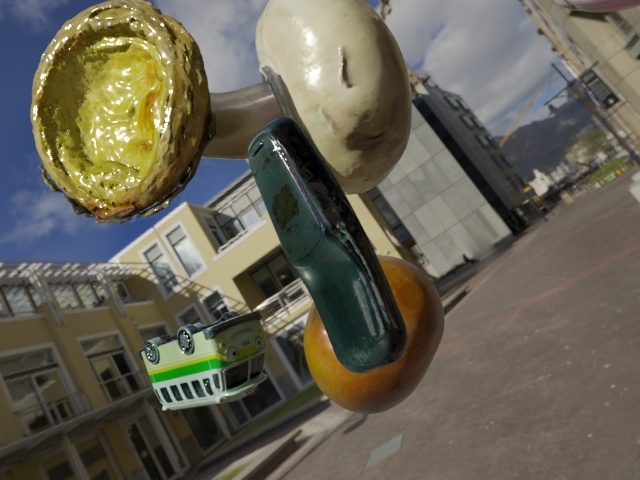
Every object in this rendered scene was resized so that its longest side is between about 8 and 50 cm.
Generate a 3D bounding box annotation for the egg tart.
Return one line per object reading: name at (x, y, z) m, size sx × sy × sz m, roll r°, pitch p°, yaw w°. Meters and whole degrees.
egg tart at (-0.248, -0.160, 0.565) m, size 0.279 × 0.279 × 0.095 m, roll -37°, pitch -9°, yaw 17°

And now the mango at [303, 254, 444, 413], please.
mango at (0.081, 0.145, 0.641) m, size 0.211 × 0.173 × 0.317 m, roll -58°, pitch -25°, yaw -16°

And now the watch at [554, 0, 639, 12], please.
watch at (0.268, -0.332, 0.368) m, size 0.211 × 0.217 × 0.248 m, roll -17°, pitch 32°, yaw 15°

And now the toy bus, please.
toy bus at (-0.226, 0.241, 0.874) m, size 0.276 × 0.164 × 0.134 m, roll -23°, pitch -6°, yaw 40°

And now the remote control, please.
remote control at (0.000, 0.000, 0.359) m, size 0.042 × 0.222 × 0.072 m, roll -14°, pitch -17°, yaw -42°

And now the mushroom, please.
mushroom at (-0.018, -0.229, 0.697) m, size 0.315 × 0.356 × 0.315 m, roll -31°, pitch -53°, yaw -52°
